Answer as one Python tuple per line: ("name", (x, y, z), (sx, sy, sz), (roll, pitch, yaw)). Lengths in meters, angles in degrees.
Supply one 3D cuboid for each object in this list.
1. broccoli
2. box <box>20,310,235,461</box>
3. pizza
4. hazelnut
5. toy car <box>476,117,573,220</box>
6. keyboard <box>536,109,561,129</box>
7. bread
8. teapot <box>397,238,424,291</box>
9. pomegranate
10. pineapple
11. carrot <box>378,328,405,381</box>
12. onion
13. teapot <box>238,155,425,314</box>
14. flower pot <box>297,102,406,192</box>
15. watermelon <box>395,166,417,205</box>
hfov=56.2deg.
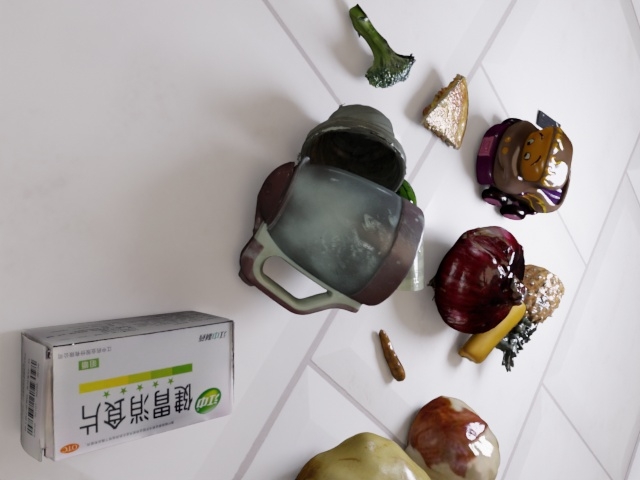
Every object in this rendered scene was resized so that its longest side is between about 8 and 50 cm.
("broccoli", (0.128, -0.445, 1.378), (0.122, 0.118, 0.204), (-39, 102, -21))
("box", (-0.313, 0.223, 0.988), (0.333, 0.145, 0.173), (-2, 93, -43))
("pizza", (0.321, -0.340, 1.578), (0.193, 0.053, 0.201), (-8, 110, -43))
("hazelnut", (0.337, 0.552, 1.580), (0.241, 0.261, 0.261), (-19, 109, -6))
("toy car", (0.628, -0.209, 1.744), (0.340, 0.240, 0.271), (25, 78, -38))
("keyboard", (0.765, -0.388, 2.009), (0.155, 0.010, 0.053), (16, 84, -42))
("bread", (0.498, 0.259, 1.728), (0.239, 0.074, 0.092), (-47, 162, -7))
("teapot", (0.227, 0.021, 1.509), (0.107, 0.077, 0.200), (-11, 101, -47))
("pomegranate", (0.097, 0.585, 1.282), (0.332, 0.332, 0.332), (-4, 96, -42))
("pineapple", (0.613, 0.240, 1.839), (0.169, 0.169, 0.340), (45, 70, -35))
("carrot", (0.177, 0.291, 1.514), (0.035, 0.035, 0.165), (-40, 116, -33))
("onion", (0.443, 0.111, 1.605), (0.314, 0.232, 0.314), (-32, 133, -41))
("teapot", (0.000, 0.000, 1.213), (0.312, 0.233, 0.315), (28, 92, -12))
("flower pot", (0.075, -0.198, 1.284), (0.235, 0.235, 0.140), (43, 43, -36))
("watermelon", (0.153, -0.100, 1.392), (0.140, 0.140, 0.187), (-18, 101, -40))
